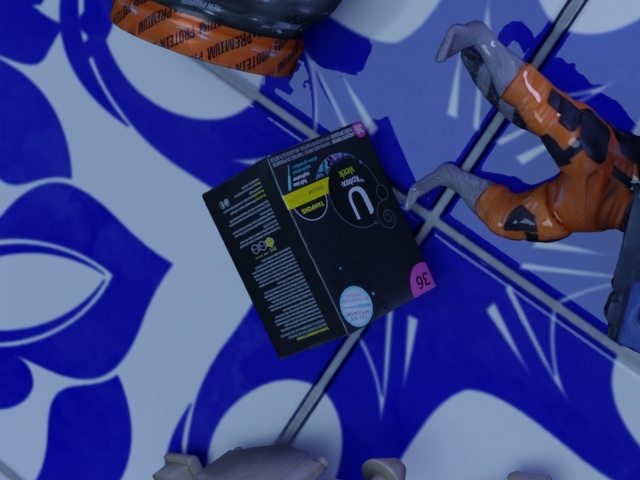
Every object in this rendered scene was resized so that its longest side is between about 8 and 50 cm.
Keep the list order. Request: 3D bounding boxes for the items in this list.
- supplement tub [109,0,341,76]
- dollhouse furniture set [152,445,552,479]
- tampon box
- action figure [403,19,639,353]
[{"bbox_3d":[-0.049,-0.317,0.913,0.207,0.207,0.338,23,106,14],"label":"supplement tub"},{"bbox_3d":[0.055,0.313,1.079,0.355,0.173,0.303,-3,114,49],"label":"dollhouse furniture set"},{"bbox_3d":[0.000,0.000,0.983,0.101,0.120,0.161,-25,91,49],"label":"tampon box"},{"bbox_3d":[0.249,-0.084,0.874,0.330,0.178,0.341,20,130,10],"label":"action figure"}]
